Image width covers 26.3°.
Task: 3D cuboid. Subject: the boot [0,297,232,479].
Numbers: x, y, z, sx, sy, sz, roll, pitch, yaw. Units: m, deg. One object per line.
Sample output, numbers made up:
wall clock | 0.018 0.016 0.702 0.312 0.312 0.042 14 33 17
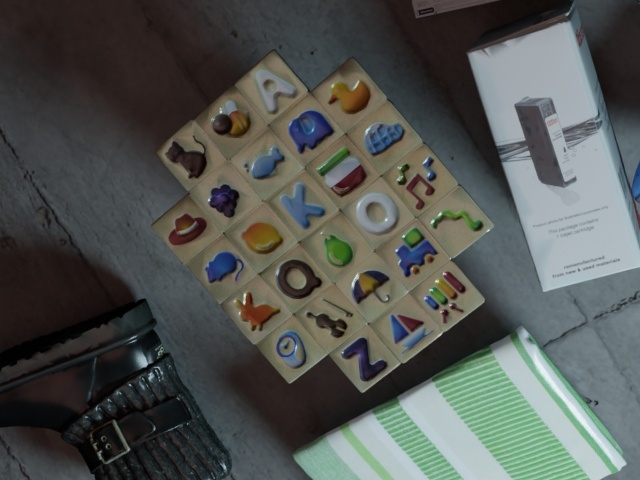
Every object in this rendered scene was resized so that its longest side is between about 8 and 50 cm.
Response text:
boot | -0.310 0.250 1.736 0.348 0.131 0.260 -21 99 16

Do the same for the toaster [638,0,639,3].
toaster | 0.346 -0.329 1.445 0.227 0.129 0.146 39 105 4

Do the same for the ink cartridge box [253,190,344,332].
ink cartridge box | 0.000 0.000 1.556 0.093 0.219 0.160 -1 104 13

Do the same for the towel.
towel | 0.169 0.259 1.647 0.325 0.038 0.248 -31 116 19

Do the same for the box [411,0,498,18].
box | 0.171 -0.311 1.473 0.207 0.036 0.114 -1 108 51

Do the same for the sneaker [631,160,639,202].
sneaker | 0.385 -0.140 1.497 0.082 0.069 0.209 31 89 7

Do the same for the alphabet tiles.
alphabet tiles | -0.001 -0.016 1.434 0.285 0.011 0.342 -39 95 16

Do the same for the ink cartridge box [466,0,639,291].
ink cartridge box | 0.258 -0.108 1.483 0.114 0.197 0.272 -15 100 16
